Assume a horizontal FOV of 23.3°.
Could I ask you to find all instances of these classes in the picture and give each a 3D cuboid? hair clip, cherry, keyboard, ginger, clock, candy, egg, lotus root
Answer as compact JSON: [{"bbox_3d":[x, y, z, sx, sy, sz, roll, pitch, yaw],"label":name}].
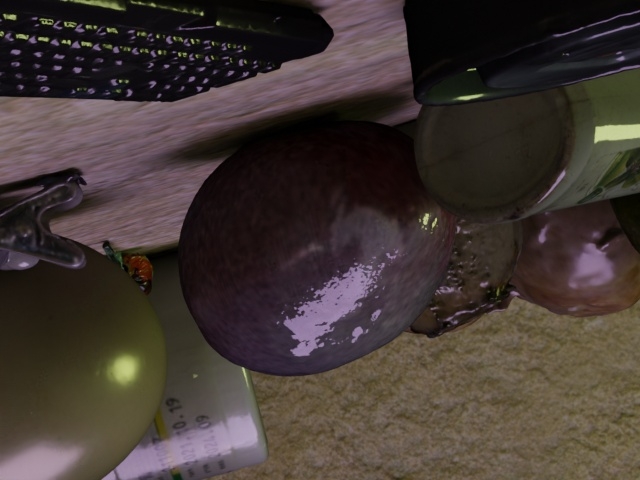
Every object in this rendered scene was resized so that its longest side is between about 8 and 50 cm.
[{"bbox_3d":[-0.237,0.006,0.866,0.220,0.054,0.140,-10,-177,-4],"label":"hair clip"},{"bbox_3d":[-0.003,0.000,0.904,0.176,0.140,0.176,-25,157,-11],"label":"cherry"},{"bbox_3d":[-0.089,-0.063,0.507,0.106,0.016,0.262,-16,176,26],"label":"keyboard"},{"bbox_3d":[0.116,0.002,1.198,0.304,0.155,0.244,-15,173,17],"label":"ginger"},{"bbox_3d":[0.121,-0.096,0.614,0.184,0.040,0.184,-14,177,-1],"label":"clock"},{"bbox_3d":[-0.183,0.022,1.398,0.055,0.049,0.185,-44,172,-9],"label":"candy"},{"bbox_3d":[-0.219,0.087,1.004,0.241,0.186,0.186,-13,176,-2],"label":"egg"},{"bbox_3d":[0.069,-0.013,1.019,0.143,0.144,0.070,-24,165,22],"label":"lotus root"}]

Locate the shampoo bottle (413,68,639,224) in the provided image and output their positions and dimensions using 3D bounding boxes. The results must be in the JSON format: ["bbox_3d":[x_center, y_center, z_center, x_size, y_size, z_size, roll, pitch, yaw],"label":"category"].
[{"bbox_3d":[0.173,-0.069,0.861,0.234,0.087,0.118,-11,171,-39],"label":"shampoo bottle"}]

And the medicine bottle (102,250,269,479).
[{"bbox_3d":[-0.188,0.142,1.582,0.231,0.238,0.238,-14,177,-4],"label":"medicine bottle"}]

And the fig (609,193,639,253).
[{"bbox_3d":[0.320,-0.059,0.990,0.235,0.203,0.203,-40,162,31],"label":"fig"}]
